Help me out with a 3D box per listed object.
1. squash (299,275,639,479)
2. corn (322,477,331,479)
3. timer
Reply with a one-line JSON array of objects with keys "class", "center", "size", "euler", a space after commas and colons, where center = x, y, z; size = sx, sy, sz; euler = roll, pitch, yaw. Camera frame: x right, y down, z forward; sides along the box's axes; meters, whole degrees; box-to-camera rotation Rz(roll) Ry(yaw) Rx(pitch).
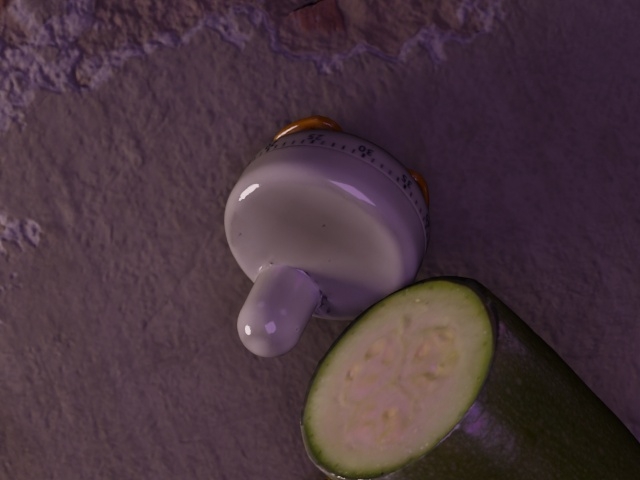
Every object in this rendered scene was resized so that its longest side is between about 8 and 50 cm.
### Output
[{"class": "squash", "center": [0.198, 0.247, 1.578], "size": [0.263, 0.263, 0.384], "euler": [-45, 120, 2]}, {"class": "corn", "center": [-0.005, 0.352, 1.724], "size": [0.262, 0.097, 0.097], "euler": [-41, 96, 1]}, {"class": "timer", "center": [0.000, 0.000, 1.617], "size": [0.234, 0.240, 0.233], "euler": [13, 135, 14]}]
